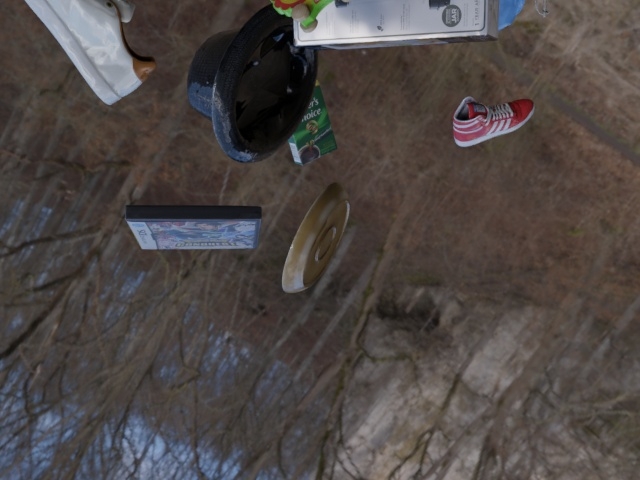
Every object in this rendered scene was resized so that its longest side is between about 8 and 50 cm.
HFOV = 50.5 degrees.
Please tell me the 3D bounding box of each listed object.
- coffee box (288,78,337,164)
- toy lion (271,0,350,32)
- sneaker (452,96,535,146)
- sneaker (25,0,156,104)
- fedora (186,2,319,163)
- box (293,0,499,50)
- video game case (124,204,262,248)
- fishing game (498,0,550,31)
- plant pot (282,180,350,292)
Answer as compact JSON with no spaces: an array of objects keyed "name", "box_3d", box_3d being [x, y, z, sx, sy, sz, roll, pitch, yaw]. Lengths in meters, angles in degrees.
[{"name":"coffee box","box_3d":[-0.034,-0.287,1.641,0.113,0.184,0.040,-27,-154,-23]},{"name":"toy lion","box_3d":[-0.015,-0.323,0.870,0.034,0.100,0.096,32,-153,-59]},{"name":"sneaker","box_3d":[0.237,-0.176,0.933,0.067,0.119,0.042,56,-169,-56]},{"name":"sneaker","box_3d":[-0.345,-0.347,0.973,0.290,0.123,0.106,56,-177,-31]},{"name":"fedora","box_3d":[-0.142,-0.314,1.298,0.153,0.333,0.334,21,-167,22]},{"name":"box","box_3d":[0.106,-0.368,0.976,0.290,0.169,0.087,3,-168,24]},{"name":"video game case","box_3d":[-0.271,-0.025,1.488,0.275,0.035,0.248,0,165,-7]},{"name":"fishing game","box_3d":[0.324,-0.502,1.360,0.041,0.264,0.189,-95,-10,-51]},{"name":"plant pot","box_3d":[0.000,0.000,1.297,0.032,0.236,0.236,25,-163,14]}]
